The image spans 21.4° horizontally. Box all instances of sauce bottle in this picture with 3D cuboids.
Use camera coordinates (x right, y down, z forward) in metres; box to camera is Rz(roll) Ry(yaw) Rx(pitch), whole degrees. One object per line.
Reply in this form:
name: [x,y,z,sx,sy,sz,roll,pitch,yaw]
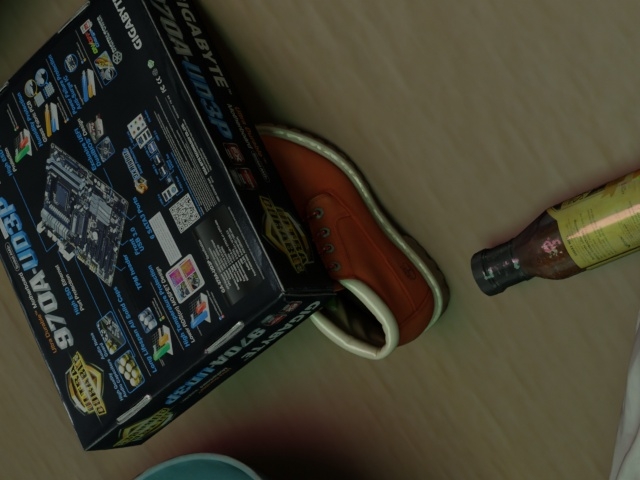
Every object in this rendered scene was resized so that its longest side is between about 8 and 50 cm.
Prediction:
sauce bottle: [0.140,-0.004,0.913,0.128,0.042,0.042,-23,100,27]

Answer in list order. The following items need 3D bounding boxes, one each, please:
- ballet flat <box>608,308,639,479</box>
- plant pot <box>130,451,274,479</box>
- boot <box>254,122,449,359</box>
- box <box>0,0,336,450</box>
ballet flat: [0.203,0.145,0.897,0.139,0.139,0.400,13,120,18]
plant pot: [-0.038,0.295,1.002,0.195,0.290,0.290,29,126,-32]
boot: [0.000,0.000,0.953,0.158,0.084,0.059,44,122,4]
box: [-0.108,-0.017,0.963,0.175,0.051,0.220,-39,68,30]
